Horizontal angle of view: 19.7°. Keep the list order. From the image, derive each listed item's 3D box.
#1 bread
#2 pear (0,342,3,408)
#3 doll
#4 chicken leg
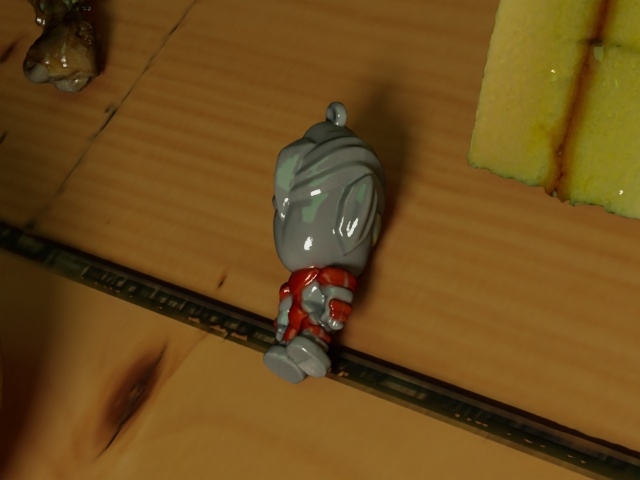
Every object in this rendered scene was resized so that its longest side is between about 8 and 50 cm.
[{"bbox_3d":[0.216,-0.147,1.113,0.168,0.163,0.264,23,102,43],"label":"bread"},{"bbox_3d":[-0.353,0.111,1.130,0.314,0.314,0.314,-21,45,22],"label":"pear"},{"bbox_3d":[0.000,0.000,1.130,0.094,0.079,0.180,-22,53,55],"label":"doll"},{"bbox_3d":[-0.214,-0.211,1.472,0.107,0.087,0.251,-44,43,30],"label":"chicken leg"}]
